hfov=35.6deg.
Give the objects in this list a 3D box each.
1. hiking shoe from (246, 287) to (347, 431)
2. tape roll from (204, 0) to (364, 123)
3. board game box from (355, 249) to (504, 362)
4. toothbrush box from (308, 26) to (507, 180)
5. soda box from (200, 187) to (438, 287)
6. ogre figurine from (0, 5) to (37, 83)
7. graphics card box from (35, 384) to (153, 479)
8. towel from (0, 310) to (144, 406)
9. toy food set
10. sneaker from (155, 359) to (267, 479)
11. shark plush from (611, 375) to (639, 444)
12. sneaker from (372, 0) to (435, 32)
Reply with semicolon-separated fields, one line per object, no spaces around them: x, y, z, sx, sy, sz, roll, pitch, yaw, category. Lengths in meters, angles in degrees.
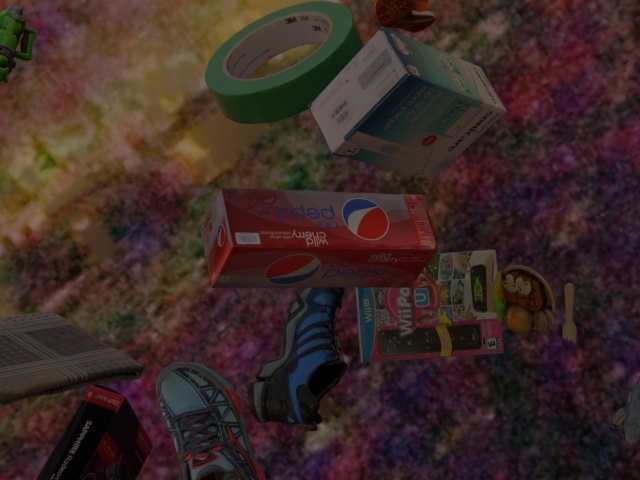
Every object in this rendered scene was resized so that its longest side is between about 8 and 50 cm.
-0.005;0.189;1.677;0.132;0.113;0.304;10;53;23;hiking shoe
-0.073;-0.361;1.996;0.321;0.077;0.321;-17;38;13;tape roll
0.228;0.142;2.137;0.303;0.224;0.097;-4;-4;0;board game box
0.164;-0.244;1.846;0.295;0.126;0.216;10;-43;-46;toothbrush box
0.000;0.000;1.164;0.263;0.083;0.092;1;-35;-24;soda box
-0.460;-0.261;1.399;0.197;0.096;0.118;139;151;-73;ogre figurine
-0.473;0.499;1.964;0.094;0.233;0.371;16;56;18;graphics card box
-0.522;0.207;1.733;0.312;0.056;0.324;21;17;39;towel
0.354;0.106;1.732;0.038;0.132;0.192;-27;31;-35;toy food set
-0.136;0.270;1.288;0.104;0.262;0.125;-29;-8;-1;sneaker
0.513;0.242;1.551;0.161;0.073;0.067;-62;-25;-2;shark plush
0.117;-0.362;1.520;0.064;0.067;0.175;-31;-12;22;sneaker
